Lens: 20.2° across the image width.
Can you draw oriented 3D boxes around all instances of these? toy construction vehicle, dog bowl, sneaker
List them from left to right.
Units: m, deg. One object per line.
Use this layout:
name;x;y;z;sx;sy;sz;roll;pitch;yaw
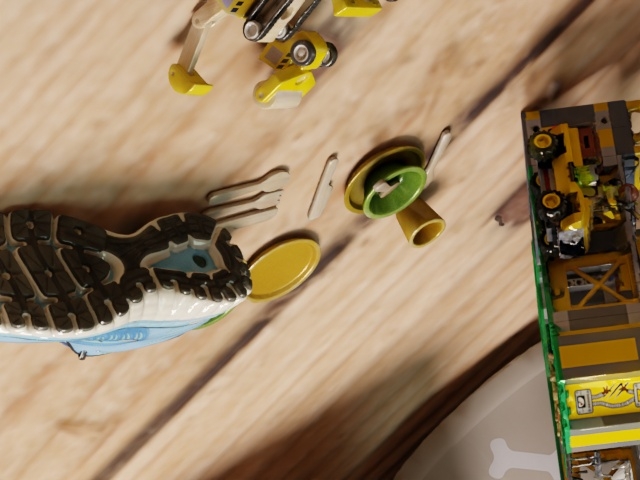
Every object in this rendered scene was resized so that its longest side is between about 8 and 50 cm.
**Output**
sneaker;-0.108;0.031;0.802;0.162;0.063;0.073;1;144;-41
toy construction vehicle;-0.010;-0.097;0.746;0.098;0.035;0.086;-49;159;29
dog bowl;0.200;0.183;1.257;0.349;0.102;0.348;-25;145;-18

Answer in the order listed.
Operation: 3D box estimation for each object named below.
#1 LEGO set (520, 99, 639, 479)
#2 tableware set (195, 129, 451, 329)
LEGO set;0.220;0.057;0.977;0.192;0.255;0.331;-7;138;6
tableware set;0.000;0.000;0.905;0.154;0.024;0.104;-16;147;-31
